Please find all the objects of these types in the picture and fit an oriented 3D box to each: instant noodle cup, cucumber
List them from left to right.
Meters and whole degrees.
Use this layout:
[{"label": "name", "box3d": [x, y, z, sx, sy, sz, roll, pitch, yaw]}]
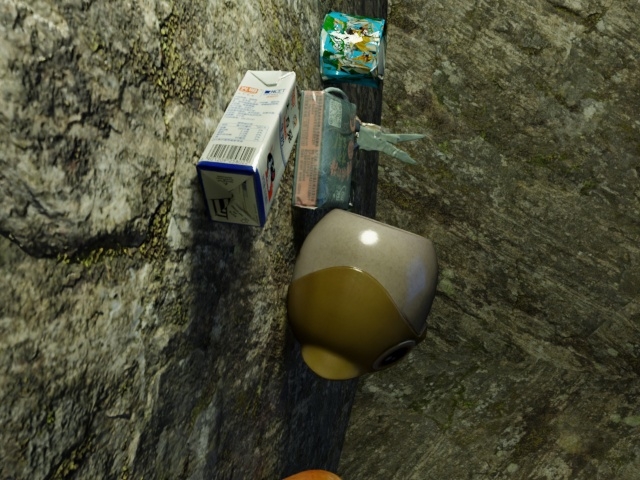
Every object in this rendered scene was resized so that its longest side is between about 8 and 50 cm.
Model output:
[{"label": "cucumber", "box3d": [0.100, -0.162, 2.437, 0.046, 0.070, 0.220, 26, 65, -47]}, {"label": "instant noodle cup", "box3d": [0.106, -0.587, 1.893, 0.240, 0.178, 0.240, 7, 90, -79]}]

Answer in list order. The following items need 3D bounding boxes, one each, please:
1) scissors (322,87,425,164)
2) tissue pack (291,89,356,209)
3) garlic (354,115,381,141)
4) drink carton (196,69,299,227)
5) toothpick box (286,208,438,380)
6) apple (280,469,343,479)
[{"label": "scissors", "box3d": [0.156, -0.316, 1.905, 0.029, 0.383, 0.256, -166, -98, -66]}, {"label": "tissue pack", "box3d": [0.015, -0.244, 1.723, 0.228, 0.103, 0.316, -3, 98, -64]}, {"label": "garlic", "box3d": [0.093, -0.342, 1.947, 0.131, 0.194, 0.127, 98, 4, -46]}, {"label": "drink carton", "box3d": [-0.120, -0.177, 1.114, 0.130, 0.106, 0.315, 88, 12, -45]}, {"label": "toothpick box", "box3d": [0.113, 0.156, 1.715, 0.409, 0.409, 0.425, -9, 118, -79]}, {"label": "apple", "box3d": [-0.034, 0.757, 1.637, 0.275, 0.299, 0.299, -111, -163, -55]}]
